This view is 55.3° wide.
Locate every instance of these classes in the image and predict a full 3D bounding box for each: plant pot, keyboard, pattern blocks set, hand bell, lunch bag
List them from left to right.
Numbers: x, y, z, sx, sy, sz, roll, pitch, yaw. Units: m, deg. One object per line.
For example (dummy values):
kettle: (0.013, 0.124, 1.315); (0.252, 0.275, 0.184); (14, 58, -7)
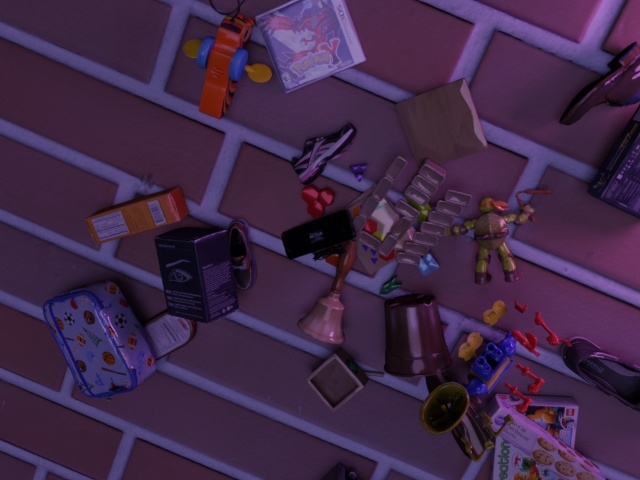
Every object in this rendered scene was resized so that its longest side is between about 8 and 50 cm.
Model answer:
lunch bag: (-0.570, 0.262, 1.565); (0.243, 0.115, 0.303); (-14, 102, 28)
keyboard: (0.000, 0.000, 1.471); (0.192, 0.038, 0.100); (-19, 80, 27)
hand bell: (0.040, 0.113, 1.476); (0.126, 0.126, 0.242); (20, 101, 1)
pattern blocks set: (0.129, -0.028, 1.463); (0.285, 0.026, 0.325); (-22, 103, 17)
plant pot: (0.223, 0.221, 1.461); (0.166, 0.167, 0.165); (-7, 97, 8)

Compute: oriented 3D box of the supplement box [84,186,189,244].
supplement box: (-0.449, -0.061, 1.500); (0.233, 0.078, 0.080); (-13, 106, 10)

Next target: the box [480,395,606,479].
box: (0.539, 0.501, 1.486); (0.324, 0.063, 0.067); (36, 104, -3)

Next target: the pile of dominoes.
pile of dominoes: (0.204, -0.066, 1.414); (0.196, 0.040, 0.251); (32, 120, -3)

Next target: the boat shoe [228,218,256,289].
boat shoe: (-0.203, 0.042, 1.503); (0.066, 0.066, 0.183); (-6, 104, 8)

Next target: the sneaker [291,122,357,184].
sneaker: (0.001, -0.214, 1.413); (0.178, 0.072, 0.077); (-41, 81, 7)

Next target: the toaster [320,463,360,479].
toaster: (0.060, 0.719, 1.632); (0.168, 0.110, 0.186); (39, 105, -4)

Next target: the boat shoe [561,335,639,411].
boat shoe: (0.732, 0.345, 1.461); (0.335, 0.095, 0.112); (28, 106, -1)

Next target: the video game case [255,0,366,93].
video game case: (-0.022, -0.453, 1.372); (0.201, 0.023, 0.184); (-20, 102, 12)

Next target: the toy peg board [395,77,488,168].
toy peg board: (0.277, -0.263, 1.372); (0.160, 0.079, 0.161); (-16, 103, 27)

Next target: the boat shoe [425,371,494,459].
boat shoe: (0.355, 0.419, 1.542); (0.095, 0.095, 0.258); (-30, 99, -21)

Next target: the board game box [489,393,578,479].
board game box: (0.538, 0.542, 1.559); (0.192, 0.053, 0.305); (1, 105, 7)

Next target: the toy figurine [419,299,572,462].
toy figurine: (0.403, 0.332, 1.431); (0.191, 0.217, 0.363); (35, 83, 23)

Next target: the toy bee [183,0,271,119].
toy bee: (-0.188, -0.422, 1.352); (0.195, 0.162, 0.298); (38, 131, -12)

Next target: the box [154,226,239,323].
box: (-0.297, 0.079, 1.473); (0.153, 0.108, 0.207); (6, 108, 37)

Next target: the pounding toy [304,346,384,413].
pounding toy: (0.063, 0.348, 1.551); (0.141, 0.100, 0.130); (-44, 82, 13)

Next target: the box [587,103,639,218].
box: (0.718, -0.166, 1.322); (0.183, 0.059, 0.233); (20, 108, -16)

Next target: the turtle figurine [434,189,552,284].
turtle figurine: (0.408, -0.012, 1.407); (0.269, 0.087, 0.217); (-11, 103, 9)

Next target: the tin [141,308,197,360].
tin: (-0.412, 0.247, 1.601); (0.189, 0.040, 0.106); (-30, 104, 13)

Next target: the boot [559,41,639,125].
boot: (0.624, -0.306, 1.307); (0.106, 0.082, 0.219); (43, 103, -3)
